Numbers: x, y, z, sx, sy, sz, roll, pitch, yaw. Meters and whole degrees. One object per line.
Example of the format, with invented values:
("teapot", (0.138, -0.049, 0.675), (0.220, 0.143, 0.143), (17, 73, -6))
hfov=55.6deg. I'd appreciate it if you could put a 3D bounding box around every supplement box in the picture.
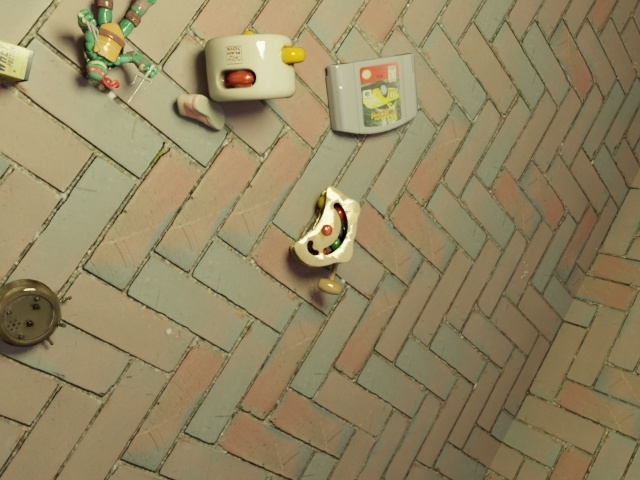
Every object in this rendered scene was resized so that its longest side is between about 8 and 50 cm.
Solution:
("supplement box", (-0.570, -0.323, 1.085), (0.083, 0.083, 0.056), (11, 93, -37))

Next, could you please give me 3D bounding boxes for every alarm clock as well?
("alarm clock", (-0.598, 0.139, 1.189), (0.192, 0.064, 0.129), (22, 87, -35))

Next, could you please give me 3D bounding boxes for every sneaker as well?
("sneaker", (-0.268, -0.290, 1.352), (0.134, 0.070, 0.050), (33, 69, -67))

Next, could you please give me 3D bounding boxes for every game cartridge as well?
("game cartridge", (0.149, -0.391, 1.639), (0.294, 0.060, 0.195), (-20, 116, -33))

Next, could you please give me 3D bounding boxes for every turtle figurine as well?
("turtle figurine", (-0.406, -0.392, 1.176), (0.175, 0.118, 0.234), (29, 67, -52))

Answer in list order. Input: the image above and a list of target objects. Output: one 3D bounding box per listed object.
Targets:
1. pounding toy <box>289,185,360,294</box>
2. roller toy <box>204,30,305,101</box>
("pounding toy", (0.000, 0.000, 1.605), (0.154, 0.155, 0.269), (12, 83, -10))
("roller toy", (-0.151, -0.380, 1.319), (0.191, 0.209, 0.146), (-12, 106, -29))
